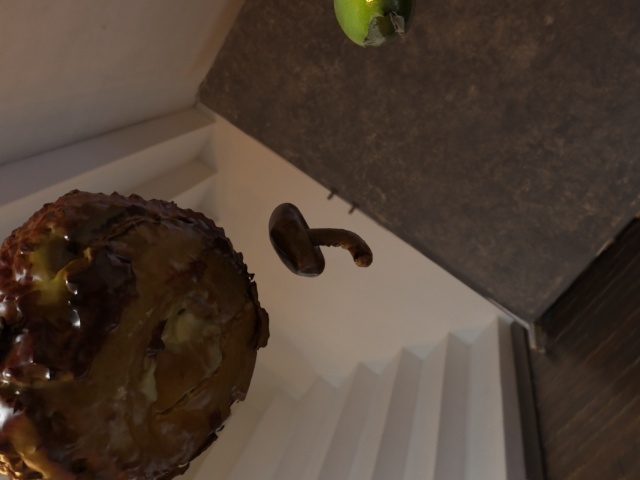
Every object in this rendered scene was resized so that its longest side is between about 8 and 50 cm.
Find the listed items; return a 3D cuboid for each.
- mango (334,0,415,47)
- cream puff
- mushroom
[{"bbox_3d":[0.044,-0.215,0.528,0.165,0.074,0.091,-36,-55,-79],"label":"mango"},{"bbox_3d":[-0.227,0.100,0.673,0.350,0.229,0.350,-29,-55,-53],"label":"cream puff"},{"bbox_3d":[-0.007,0.009,0.704,0.072,0.130,0.088,-61,-15,-12],"label":"mushroom"}]
